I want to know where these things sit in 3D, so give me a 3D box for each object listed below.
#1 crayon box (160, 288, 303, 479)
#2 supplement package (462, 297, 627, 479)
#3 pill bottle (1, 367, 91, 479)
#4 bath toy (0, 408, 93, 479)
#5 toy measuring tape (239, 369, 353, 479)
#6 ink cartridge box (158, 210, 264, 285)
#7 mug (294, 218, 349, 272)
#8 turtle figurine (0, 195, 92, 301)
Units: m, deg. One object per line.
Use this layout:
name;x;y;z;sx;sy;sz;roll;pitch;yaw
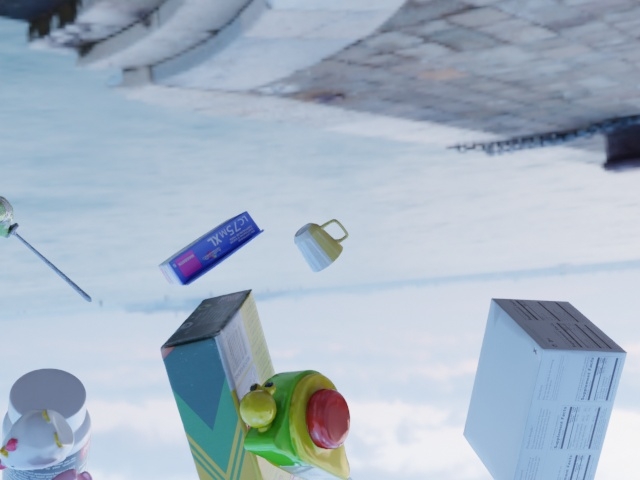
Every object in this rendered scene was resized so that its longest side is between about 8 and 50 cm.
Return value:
crayon box;-0.104;0.245;1.269;0.081;0.318;0.202;-13;-170;11
supplement package;0.351;0.251;1.560;0.145;0.262;0.204;4;-162;-15
pill bottle;-0.516;0.388;1.824;0.161;0.283;0.161;9;-144;-7
bath toy;-0.415;0.428;1.505;0.129;0.348;0.151;-31;155;2
toy measuring tape;0.008;0.235;1.181;0.121;0.121;0.330;-7;150;33
ink cartridge box;-0.222;0.018;1.924;0.186;0.065;0.311;-35;-172;-12
mug;-0.003;0.002;1.515;0.078;0.064;0.062;-45;-163;-19
turtle figurine;-0.436;-0.001;1.036;0.198;0.266;0.274;-41;158;-6
